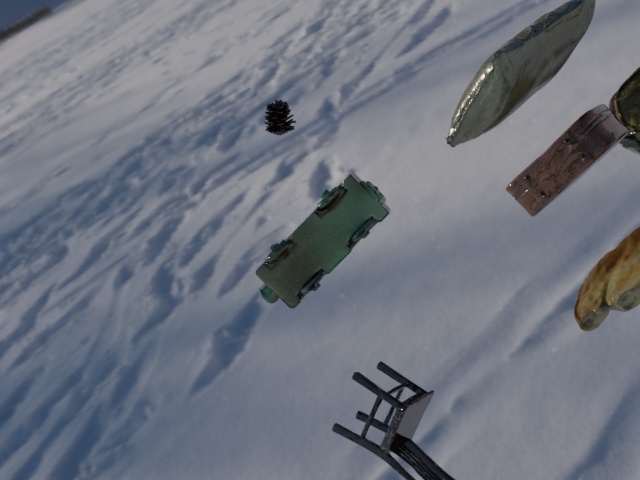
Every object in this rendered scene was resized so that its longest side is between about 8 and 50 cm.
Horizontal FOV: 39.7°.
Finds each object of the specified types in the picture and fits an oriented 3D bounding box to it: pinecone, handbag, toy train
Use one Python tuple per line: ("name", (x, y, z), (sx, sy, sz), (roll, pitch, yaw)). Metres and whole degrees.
("pinecone", (-0.096, -0.286, 2.064), (0.077, 0.083, 0.077), (-5, 28, 3))
("handbag", (0.402, -0.133, 1.427), (0.151, 0.072, 0.193), (-30, -16, -49))
("toy train", (0.000, 0.000, 1.816), (0.326, 0.129, 0.159), (-46, 0, 11))

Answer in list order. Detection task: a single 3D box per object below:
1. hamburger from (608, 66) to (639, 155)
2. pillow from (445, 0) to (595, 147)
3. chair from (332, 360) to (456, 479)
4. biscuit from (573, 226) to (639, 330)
("hamburger", (0.761, -0.314, 1.976), (0.309, 0.132, 0.211), (-42, 49, -4))
("pillow", (0.303, -0.258, 1.329), (0.302, 0.075, 0.185), (-36, -19, -38))
("chair", (0.132, 0.263, 1.186), (0.212, 0.101, 0.084), (30, 21, 26))
("biscuit", (0.503, 0.022, 1.303), (0.299, 0.045, 0.154), (-34, 24, 34))
